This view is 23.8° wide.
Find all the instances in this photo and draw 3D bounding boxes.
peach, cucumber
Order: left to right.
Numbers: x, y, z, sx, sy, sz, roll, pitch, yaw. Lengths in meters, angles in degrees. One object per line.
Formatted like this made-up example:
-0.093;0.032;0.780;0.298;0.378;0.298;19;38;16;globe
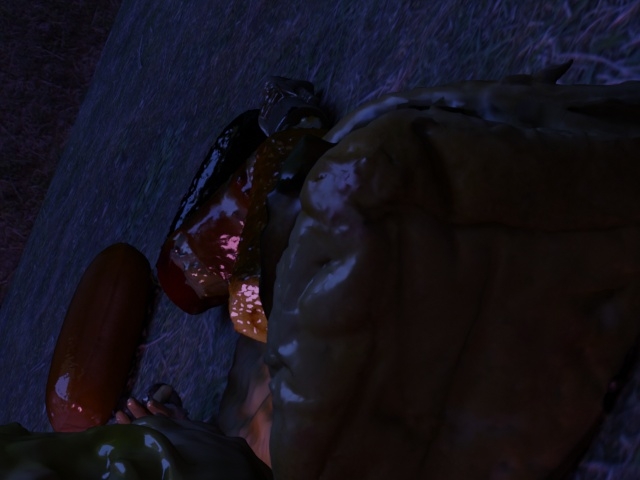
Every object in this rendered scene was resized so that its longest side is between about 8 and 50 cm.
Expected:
-0.121;0.027;1.582;0.101;0.100;0.101;-55;19;29;peach
-0.125;-0.048;1.745;0.245;0.067;0.067;-66;16;0;cucumber

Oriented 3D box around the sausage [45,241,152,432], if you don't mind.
-0.278;0.123;1.905;0.105;0.105;0.274;-47;24;46;sausage

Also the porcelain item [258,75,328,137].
-0.034;-0.138;1.621;0.084;0.054;0.213;-58;16;14;porcelain item

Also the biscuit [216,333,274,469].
-0.045;0.156;1.238;0.154;0.045;0.299;-49;23;41;biscuit

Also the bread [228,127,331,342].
0.000;0.000;1.200;0.103;0.132;0.172;98;-179;-52;bread

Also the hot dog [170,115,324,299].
-0.053;-0.025;1.446;0.213;0.103;0.146;-44;3;28;hot dog

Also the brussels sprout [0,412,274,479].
-0.105;0.240;0.874;0.268;0.344;0.344;-14;41;22;brussels sprout

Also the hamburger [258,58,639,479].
0.057;0.021;0.840;0.330;0.209;0.162;-59;18;11;hamburger

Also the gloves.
-0.160;0.200;1.445;0.110;0.094;0.144;-42;-8;-7;gloves

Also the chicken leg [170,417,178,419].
-0.200;0.322;1.274;0.295;0.182;0.409;-46;-19;-82;chicken leg
